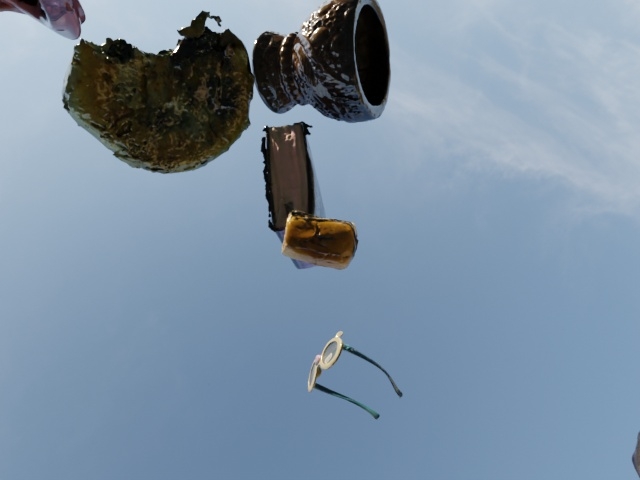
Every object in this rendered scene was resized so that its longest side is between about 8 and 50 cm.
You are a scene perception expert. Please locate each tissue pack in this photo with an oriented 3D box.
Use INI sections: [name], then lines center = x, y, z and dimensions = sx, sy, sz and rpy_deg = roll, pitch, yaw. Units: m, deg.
[tissue pack]
center = -0.052, -0.090, 1.009
dimensions = 0.122, 0.361, 0.259
rpy_deg = -7, -106, 2

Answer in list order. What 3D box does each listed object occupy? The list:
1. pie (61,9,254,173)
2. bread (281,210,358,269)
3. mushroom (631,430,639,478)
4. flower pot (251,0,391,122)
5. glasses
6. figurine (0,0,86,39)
[pie]
center = -0.305, -0.282, 0.815
dimensions = 0.371, 0.296, 0.078
rpy_deg = -23, -143, -21
[bread]
center = 0.000, 0.000, 0.574
dimensions = 0.106, 0.053, 0.072
rpy_deg = 12, -98, -3
[mushroom]
center = 0.181, 0.063, 0.175
dimensions = 0.129, 0.088, 0.073
rpy_deg = -49, -63, -7
[flower pot]
center = 0.001, -0.405, 0.933
dimensions = 0.267, 0.266, 0.266
rpy_deg = 4, -116, 28
[glasses]
center = 0.074, 0.355, 0.977
dimensions = 0.220, 0.189, 0.088
rpy_deg = 37, -145, 8
[figurine]
center = -0.231, -0.161, 0.249
dimensions = 0.157, 0.126, 0.114
rpy_deg = -31, -117, 9
